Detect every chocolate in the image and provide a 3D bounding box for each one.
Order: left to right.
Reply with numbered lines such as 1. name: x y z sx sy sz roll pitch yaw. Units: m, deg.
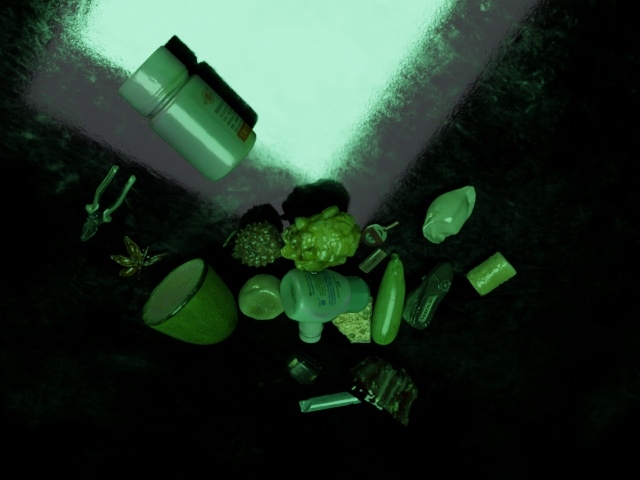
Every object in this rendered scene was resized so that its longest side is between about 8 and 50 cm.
1. chocolate: 0.276 0.626 2.207 0.340 0.225 0.210 38 75 -17

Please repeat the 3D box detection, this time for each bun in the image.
1. bun: -0.220 0.214 1.986 0.178 0.128 0.193 33 123 -21

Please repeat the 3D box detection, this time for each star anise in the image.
1. star anise: -0.690 0.062 1.898 0.212 0.053 0.157 -35 117 16

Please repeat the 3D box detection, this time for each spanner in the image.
1. spanner: -0.761 -0.119 1.796 0.095 0.040 0.325 32 111 -21

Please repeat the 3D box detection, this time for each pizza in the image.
1. pizza: 0.120 0.321 2.105 0.204 0.080 0.188 -3 97 1

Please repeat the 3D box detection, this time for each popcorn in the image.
1. popcorn: 0.000 0.000 1.807 0.286 0.252 0.215 -27 89 43

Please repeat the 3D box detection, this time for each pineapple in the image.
1. pineapple: -0.234 0.019 1.857 0.193 0.166 0.166 -23 119 7

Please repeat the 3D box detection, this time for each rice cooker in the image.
1. rice cooker: -0.075 0.538 2.186 0.165 0.112 0.106 34 106 -22

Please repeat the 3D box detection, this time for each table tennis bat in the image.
1. table tennis bat: 0.227 -0.034 1.944 0.154 0.019 0.098 -29 118 15

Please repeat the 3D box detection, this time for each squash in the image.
1. squash: -0.442 0.275 1.903 0.310 0.310 0.309 -33 119 13
2. squash: 0.275 0.232 2.024 0.118 0.118 0.371 9 97 -10

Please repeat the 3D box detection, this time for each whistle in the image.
1. whistle: 0.060 0.727 2.334 0.312 0.062 0.062 -10 120 1

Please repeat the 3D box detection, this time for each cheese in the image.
1. cheese: 0.673 0.134 2.030 0.167 0.094 0.123 -38 114 15

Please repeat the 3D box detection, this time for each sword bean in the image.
1. sword bean: -0.339 -0.007 1.912 0.012 0.012 0.083 32 113 -20

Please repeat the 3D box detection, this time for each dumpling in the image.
1. dumpling: 0.479 -0.088 1.889 0.252 0.131 0.179 -48 135 -2

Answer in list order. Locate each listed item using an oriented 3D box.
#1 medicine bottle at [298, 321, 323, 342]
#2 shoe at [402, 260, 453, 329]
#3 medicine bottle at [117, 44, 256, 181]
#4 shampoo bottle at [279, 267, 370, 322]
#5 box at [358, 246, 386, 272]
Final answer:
1. medicine bottle: -0.035 0.311 2.066 0.102 0.103 0.187 2 120 -6
2. shoe: 0.409 0.204 2.044 0.109 0.149 0.293 34 80 -26
3. medicine bottle: -0.401 -0.381 1.576 0.219 0.219 0.388 -40 115 17
4. shampoo bottle: 0.031 0.203 1.937 0.349 0.222 0.151 3 141 -32
5. box: 0.203 0.078 1.998 0.048 0.025 0.115 39 110 -21
